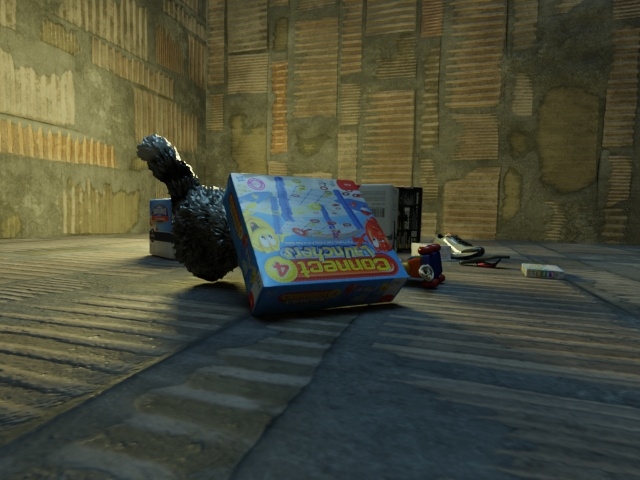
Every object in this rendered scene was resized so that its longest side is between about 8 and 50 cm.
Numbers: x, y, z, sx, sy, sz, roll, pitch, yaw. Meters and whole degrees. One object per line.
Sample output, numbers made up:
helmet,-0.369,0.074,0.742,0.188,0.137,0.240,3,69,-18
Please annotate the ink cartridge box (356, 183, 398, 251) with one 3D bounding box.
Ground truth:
ink cartridge box,0.133,-0.034,1.270,0.197,0.272,0.114,3,1,23

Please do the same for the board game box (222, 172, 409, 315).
board game box,-0.019,-0.006,0.843,0.309,0.086,0.301,-1,47,-27

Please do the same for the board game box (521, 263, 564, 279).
board game box,0.707,0.097,1.296,0.104,0.026,0.154,3,4,22

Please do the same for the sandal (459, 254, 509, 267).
sandal,0.600,0.082,1.479,0.179,0.040,0.067,-14,-11,36

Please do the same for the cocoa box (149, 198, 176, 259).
cocoa box,-0.488,-0.054,1.656,0.347,0.227,0.232,-2,5,-42

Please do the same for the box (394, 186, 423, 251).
box,0.359,-0.103,1.975,0.257,0.321,0.079,0,5,-4

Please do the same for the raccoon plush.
raccoon plush,-0.228,-0.066,0.946,0.299,0.446,0.216,-13,37,40

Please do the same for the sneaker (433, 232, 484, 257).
sneaker,0.595,0.023,1.780,0.100,0.107,0.272,1,5,-31

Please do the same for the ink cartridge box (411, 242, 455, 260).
ink cartridge box,0.478,0.046,1.713,0.105,0.061,0.181,0,5,-18

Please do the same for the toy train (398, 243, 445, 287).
toy train,0.226,0.073,1.043,0.144,0.105,0.248,-8,-1,27
